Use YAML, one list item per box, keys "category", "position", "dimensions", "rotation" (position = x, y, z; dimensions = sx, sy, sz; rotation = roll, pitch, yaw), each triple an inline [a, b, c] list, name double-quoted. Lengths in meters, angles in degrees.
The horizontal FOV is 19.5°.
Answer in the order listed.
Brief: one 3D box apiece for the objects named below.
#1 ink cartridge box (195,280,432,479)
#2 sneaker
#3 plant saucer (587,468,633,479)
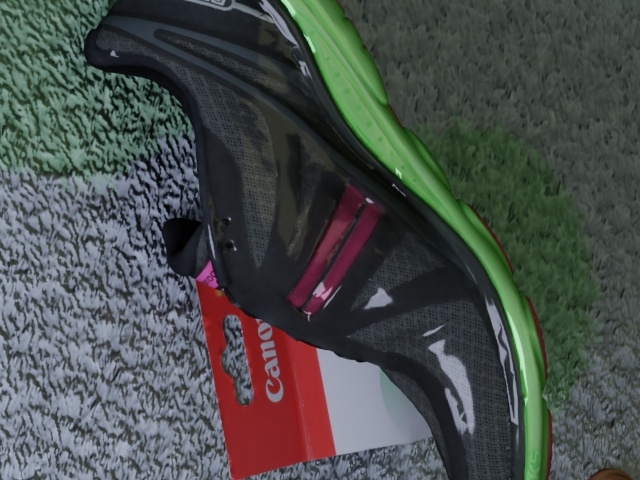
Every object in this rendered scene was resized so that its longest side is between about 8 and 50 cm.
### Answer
- category: "ink cartridge box"
  position: [0.017, 0.075, 1.435]
  dimensions: [0.224, 0.056, 0.181]
  rotation: [-10, 89, -41]
- category: "sneaker"
  position: [0.000, 0.000, 1.347]
  dimensions: [0.202, 0.185, 0.483]
  rotation: [-34, 89, -5]
- category: "plant saucer"
  position: [0.258, 0.242, 1.633]
  dimensions: [0.083, 0.013, 0.083]
  rotation: [7, 78, -40]
